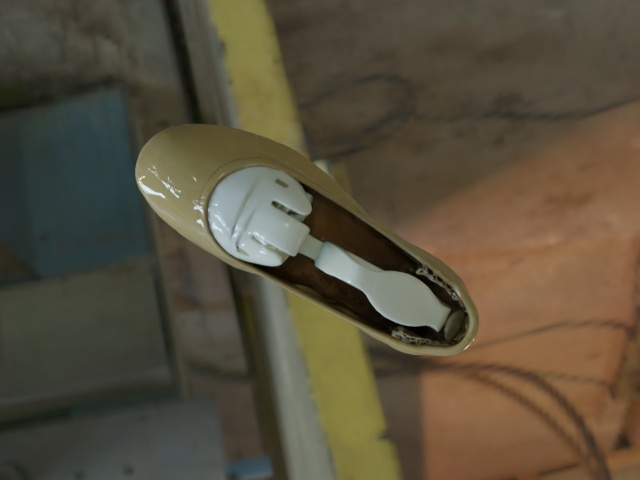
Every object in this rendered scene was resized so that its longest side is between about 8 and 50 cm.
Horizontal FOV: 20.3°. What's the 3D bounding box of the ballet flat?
[{"bbox_3d":[0.000,0.000,1.060,0.232,0.080,0.073,27,-176,-17],"label":"ballet flat"}]
